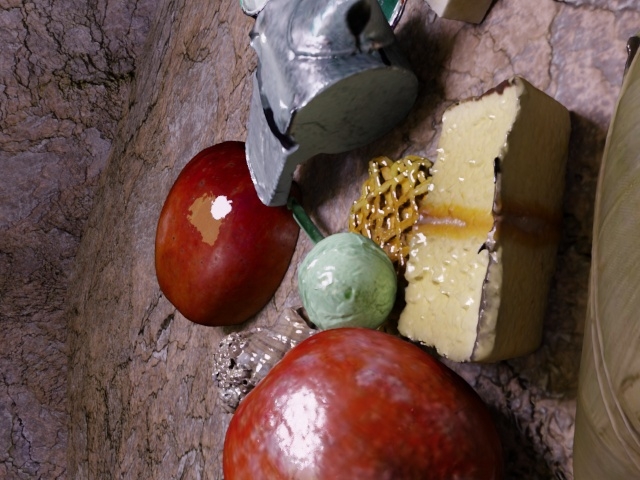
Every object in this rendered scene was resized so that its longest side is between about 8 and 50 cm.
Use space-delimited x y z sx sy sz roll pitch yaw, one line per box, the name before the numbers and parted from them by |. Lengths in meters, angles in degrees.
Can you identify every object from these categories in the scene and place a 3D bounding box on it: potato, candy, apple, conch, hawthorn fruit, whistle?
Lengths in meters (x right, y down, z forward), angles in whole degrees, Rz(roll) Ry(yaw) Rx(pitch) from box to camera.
potato | 0.163 -0.324 0.775 0.061 0.086 0.122 110 150 -43
candy | 0.000 0.000 0.862 0.440 0.119 0.119 -122 50 -67
apple | -0.183 -0.013 1.221 0.365 0.295 0.329 -62 -4 24
conch | -0.084 0.207 0.992 0.178 0.163 0.245 45 105 19
hawthorn fruit | 0.041 0.231 0.620 0.284 0.284 0.284 -28 57 53
whistle | -0.028 -0.199 0.890 0.404 0.188 0.168 -38 63 36

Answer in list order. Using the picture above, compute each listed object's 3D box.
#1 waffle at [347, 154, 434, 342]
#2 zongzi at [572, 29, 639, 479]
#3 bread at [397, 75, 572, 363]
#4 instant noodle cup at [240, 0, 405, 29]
waffle | 0.094 0.008 0.805 0.254 0.052 0.245 39 115 59
zongzi | 0.268 -0.007 0.455 0.418 0.181 0.447 94 -171 -56
bread | 0.168 -0.016 0.605 0.178 0.141 0.266 -19 -64 -89
instant noodle cup | -0.004 -0.416 0.977 0.251 0.190 0.251 -28 57 53
